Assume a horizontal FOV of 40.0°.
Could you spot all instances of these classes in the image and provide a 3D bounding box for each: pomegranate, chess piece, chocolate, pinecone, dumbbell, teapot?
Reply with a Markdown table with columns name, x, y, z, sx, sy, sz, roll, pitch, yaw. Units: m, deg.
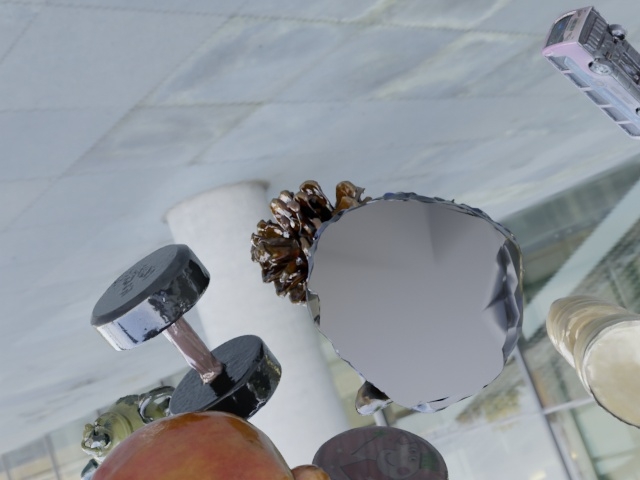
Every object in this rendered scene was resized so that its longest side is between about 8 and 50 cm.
| name | x | y | z | sx | sy | sz | roll | pitch | yaw |
| --- | --- | --- | --- | --- | --- | --- | --- | --- | --- |
| pomegranate | -0.115 | 0.308 | 0.949 | 0.271 | 0.252 | 0.229 | -26 | 138 | -24 |
| chess piece | 0.332 | 0.118 | 1.042 | 0.139 | 0.124 | 0.307 | -7 | -172 | -1 |
| chocolate | 0.057 | 0.056 | 0.638 | 0.126 | 0.148 | 0.343 | 19 | 173 | 6 |
| pinecone | 0.001 | 0.002 | 1.169 | 0.195 | 0.179 | 0.150 | -20 | 145 | -22 |
| dumbbell | -0.166 | 0.129 | 1.110 | 0.153 | 0.218 | 0.152 | -31 | -160 | 13 |
| teapot | -0.396 | 0.397 | 1.798 | 0.269 | 0.173 | 0.183 | -50 | 151 | 15 |

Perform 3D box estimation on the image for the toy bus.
| name | x | y | z | sx | sy | sz | roll | pitch | yaw |
| --- | --- | --- | --- | --- | --- | --- | --- | --- | --- |
| toy bus | 0.220 | -0.123 | 0.659 | 0.131 | 0.036 | 0.052 | 32 | 166 | -29 |

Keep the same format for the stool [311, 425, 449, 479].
| name | x | y | z | sx | sy | sz | roll | pitch | yaw |
| --- | --- | --- | --- | --- | --- | --- | --- | --- | --- |
| stool | 0.115 | 0.512 | 1.730 | 0.272 | 0.178 | 0.272 | -1 | -154 | 1 |
